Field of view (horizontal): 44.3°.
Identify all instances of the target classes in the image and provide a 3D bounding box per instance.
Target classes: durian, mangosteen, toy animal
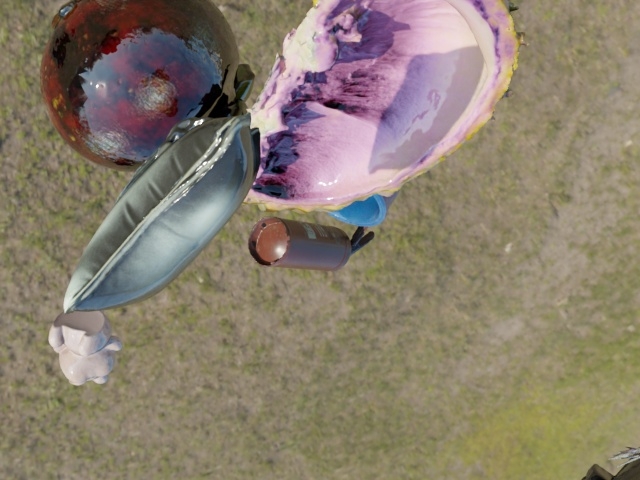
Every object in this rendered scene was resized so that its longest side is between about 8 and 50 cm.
[{"bbox_3d":[0.035,-0.130,0.642,0.191,0.112,0.341,10,142,-23],"label":"durian"},{"bbox_3d":[-0.245,-0.225,1.127,0.311,0.311,0.311,-15,140,-13],"label":"mangosteen"},{"bbox_3d":[-0.423,0.219,1.444,0.124,0.124,0.212,-12,134,-17],"label":"toy animal"}]

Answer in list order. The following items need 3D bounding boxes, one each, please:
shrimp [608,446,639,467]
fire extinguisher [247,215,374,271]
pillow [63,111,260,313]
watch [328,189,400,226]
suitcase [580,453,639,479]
[{"bbox_3d":[0.301,0.157,0.586,0.165,0.065,0.056,-20,-169,36],"label":"shrimp"},{"bbox_3d":[0.000,0.000,1.720,0.147,0.106,0.337,-46,153,24],"label":"fire extinguisher"},{"bbox_3d":[-0.079,-0.014,0.421,0.055,0.091,0.135,38,92,-28],"label":"pillow"},{"bbox_3d":[0.028,-0.121,1.147,0.196,0.200,0.171,43,69,-52],"label":"watch"},{"bbox_3d":[0.272,0.354,0.656,0.283,0.194,0.434,-55,170,15],"label":"suitcase"}]
